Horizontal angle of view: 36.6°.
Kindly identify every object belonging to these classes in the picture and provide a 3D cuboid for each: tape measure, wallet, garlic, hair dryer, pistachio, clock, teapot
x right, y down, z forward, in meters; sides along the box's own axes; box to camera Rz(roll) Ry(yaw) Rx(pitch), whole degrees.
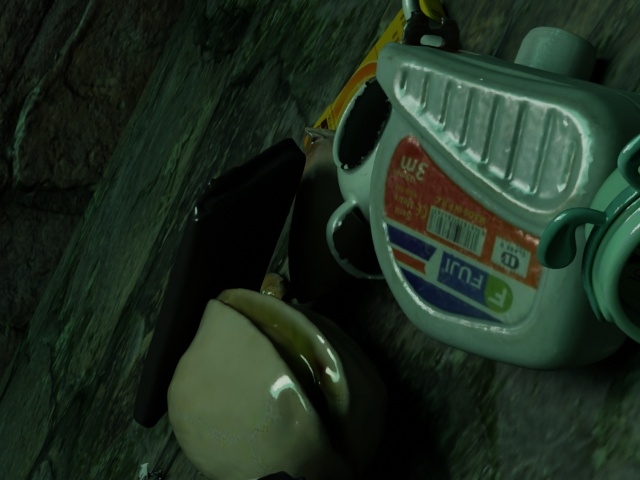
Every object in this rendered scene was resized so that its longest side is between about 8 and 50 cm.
[{"bbox_3d":[0.147,-0.034,0.752,0.243,0.125,0.246,31,119,48],"label":"tape measure"},{"bbox_3d":[-0.116,0.050,1.091,0.197,0.051,0.377,-42,-17,-44],"label":"wallet"},{"bbox_3d":[-0.002,0.004,1.139,0.148,0.129,0.266,-23,-48,-78],"label":"garlic"},{"bbox_3d":[0.232,-0.113,0.790,0.236,0.073,0.131,11,78,63],"label":"hair dryer"},{"bbox_3d":[-0.040,0.154,0.955,0.332,0.208,0.226,4,114,71],"label":"pistachio"},{"bbox_3d":[0.223,-0.003,0.560,0.148,0.189,0.060,-48,31,32],"label":"clock"},{"bbox_3d":[0.089,-0.099,0.997,0.193,0.129,0.294,12,80,67],"label":"teapot"}]

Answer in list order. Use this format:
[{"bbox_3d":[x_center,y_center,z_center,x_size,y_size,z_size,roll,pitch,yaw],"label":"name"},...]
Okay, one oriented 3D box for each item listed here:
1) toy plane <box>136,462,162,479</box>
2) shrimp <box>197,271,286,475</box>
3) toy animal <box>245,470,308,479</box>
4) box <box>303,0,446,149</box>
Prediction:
[{"bbox_3d":[-0.257,0.386,1.384,0.234,0.082,0.160,-21,39,40],"label":"toy plane"},{"bbox_3d":[-0.101,0.163,1.269,0.169,0.058,0.296,-42,31,40],"label":"shrimp"},{"bbox_3d":[-0.057,0.320,0.808,0.310,0.251,0.251,-42,34,37],"label":"toy animal"},{"bbox_3d":[0.070,-0.168,1.203,0.269,0.043,0.152,-51,29,33],"label":"box"}]
